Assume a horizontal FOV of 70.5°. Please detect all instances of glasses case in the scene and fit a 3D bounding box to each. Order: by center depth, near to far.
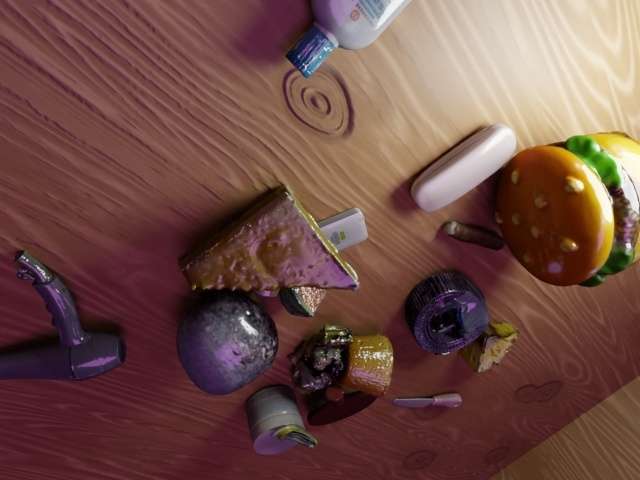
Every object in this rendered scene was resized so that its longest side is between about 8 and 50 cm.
[{"bbox_3d":[0.369,-0.185,1.171,0.297,0.075,0.113,-35,132,7],"label":"glasses case"}]

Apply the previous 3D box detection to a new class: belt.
[{"bbox_3d":[0.415,0.242,1.495,0.260,0.122,0.324,-23,129,4],"label":"belt"}]

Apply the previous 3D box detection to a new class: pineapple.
[{"bbox_3d":[0.635,0.386,1.717,0.236,0.114,0.186,-43,130,0],"label":"pineapple"}]

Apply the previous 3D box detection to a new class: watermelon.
[{"bbox_3d":[-0.035,0.141,1.240,0.158,0.121,0.098,-29,110,-5],"label":"watermelon"}]

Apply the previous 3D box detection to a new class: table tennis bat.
[{"bbox_3d":[0.073,0.575,1.583,0.268,0.051,0.414,-22,149,-3],"label":"table tennis bat"}]

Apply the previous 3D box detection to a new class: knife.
[{"bbox_3d":[0.442,0.675,1.904,0.336,0.043,0.081,6,130,-19],"label":"knife"}]

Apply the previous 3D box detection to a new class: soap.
[{"bbox_3d":[-0.124,0.087,1.075,0.339,0.169,0.304,-35,103,6],"label":"soap"}]

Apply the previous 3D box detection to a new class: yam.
[{"bbox_3d":[0.464,-0.013,1.358,0.241,0.056,0.056,15,119,-30],"label":"yam"}]

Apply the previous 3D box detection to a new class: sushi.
[{"bbox_3d":[-0.011,0.377,1.417,0.139,0.131,0.291,10,131,-28],"label":"sushi"}]

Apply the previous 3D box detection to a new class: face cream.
[{"bbox_3d":[0.069,-0.448,0.840,0.337,0.080,0.163,-45,130,14],"label":"face cream"},{"bbox_3d":[-0.152,0.595,1.509,0.177,0.153,0.177,-10,130,-13],"label":"face cream"}]

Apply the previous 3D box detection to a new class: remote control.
[{"bbox_3d":[0.000,0.000,1.188,0.250,0.034,0.103,-23,130,-4],"label":"remote control"}]

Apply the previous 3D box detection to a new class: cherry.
[{"bbox_3d":[-0.241,0.264,1.177,0.255,0.218,0.296,-26,118,3],"label":"cherry"}]

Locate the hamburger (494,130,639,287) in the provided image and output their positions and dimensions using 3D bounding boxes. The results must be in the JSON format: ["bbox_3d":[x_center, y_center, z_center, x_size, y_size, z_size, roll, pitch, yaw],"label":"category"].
[{"bbox_3d":[0.644,-0.067,1.185,0.278,0.395,0.395,-15,130,-13],"label":"hamburger"}]

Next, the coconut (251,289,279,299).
[{"bbox_3d":[-0.146,0.116,1.188,0.083,0.082,0.081,17,105,2],"label":"coconut"}]

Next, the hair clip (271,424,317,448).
[{"bbox_3d":[-0.075,0.619,1.434,0.060,0.033,0.188,-42,128,11],"label":"hair clip"}]

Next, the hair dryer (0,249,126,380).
[{"bbox_3d":[-0.639,0.180,1.041,0.301,0.121,0.361,-5,119,-8],"label":"hair dryer"}]

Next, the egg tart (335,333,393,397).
[{"bbox_3d":[0.130,0.394,1.458,0.147,0.202,0.202,11,121,-14],"label":"egg tart"}]
